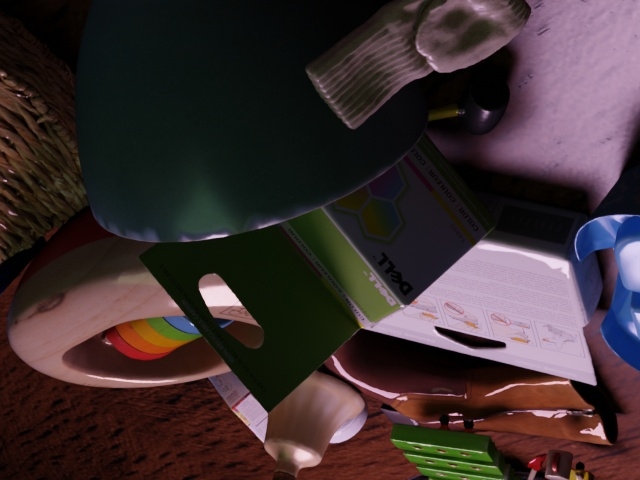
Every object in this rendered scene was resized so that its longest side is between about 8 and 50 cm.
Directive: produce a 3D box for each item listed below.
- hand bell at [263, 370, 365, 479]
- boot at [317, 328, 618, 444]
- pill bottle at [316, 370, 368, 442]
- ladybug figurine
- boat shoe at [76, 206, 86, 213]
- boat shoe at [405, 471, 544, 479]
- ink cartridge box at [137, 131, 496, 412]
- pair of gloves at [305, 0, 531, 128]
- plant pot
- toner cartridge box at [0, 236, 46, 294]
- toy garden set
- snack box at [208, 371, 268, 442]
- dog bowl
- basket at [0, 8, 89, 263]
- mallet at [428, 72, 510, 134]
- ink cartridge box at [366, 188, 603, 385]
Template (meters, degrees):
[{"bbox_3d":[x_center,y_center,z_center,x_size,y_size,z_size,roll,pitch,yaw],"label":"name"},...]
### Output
[{"bbox_3d":[-0.042,0.273,1.942,0.126,0.242,0.126,14,155,7],"label":"hand bell"},{"bbox_3d":[0.156,0.155,1.938,0.280,0.096,0.264,1,144,40],"label":"boot"},{"bbox_3d":[-0.017,0.163,2.098,0.103,0.103,0.184,4,147,38],"label":"pill bottle"},{"bbox_3d":[-0.159,0.038,1.873,0.305,0.161,0.449,13,156,-36],"label":"ladybug figurine"},{"bbox_3d":[-0.237,0.064,2.125,0.109,0.094,0.302,16,152,20],"label":"boat shoe"},{"bbox_3d":[0.225,0.332,2.190,0.301,0.108,0.102,10,150,26],"label":"boat shoe"},{"bbox_3d":[0.000,0.000,1.554,0.189,0.255,0.097,51,151,-3],"label":"ink cartridge box"},{"bbox_3d":[0.066,-0.201,1.246,0.042,0.204,0.240,51,171,44],"label":"pair of gloves"},{"bbox_3d":[-0.078,-0.154,1.416,0.290,0.290,0.195,4,123,38],"label":"plant pot"},{"bbox_3d":[-0.465,-0.073,1.901,0.075,0.165,0.348,-38,100,26],"label":"toner cartridge box"},{"bbox_3d":[0.206,0.243,1.980,0.204,0.049,0.244,6,162,18],"label":"toy garden set"},{"bbox_3d":[-0.086,0.195,2.117,0.100,0.037,0.141,50,177,-28],"label":"snack box"},{"bbox_3d":[0.331,0.036,1.583,0.166,0.074,0.297,12,150,27],"label":"dog bowl"},{"bbox_3d":[-0.364,-0.163,1.825,0.213,0.223,0.299,-33,123,23],"label":"basket"},{"bbox_3d":[0.068,-0.098,1.505,0.190,0.039,0.062,-15,164,-2],"label":"mallet"},{"bbox_3d":[0.146,0.034,1.763,0.275,0.060,0.239,13,152,24],"label":"ink cartridge box"}]
